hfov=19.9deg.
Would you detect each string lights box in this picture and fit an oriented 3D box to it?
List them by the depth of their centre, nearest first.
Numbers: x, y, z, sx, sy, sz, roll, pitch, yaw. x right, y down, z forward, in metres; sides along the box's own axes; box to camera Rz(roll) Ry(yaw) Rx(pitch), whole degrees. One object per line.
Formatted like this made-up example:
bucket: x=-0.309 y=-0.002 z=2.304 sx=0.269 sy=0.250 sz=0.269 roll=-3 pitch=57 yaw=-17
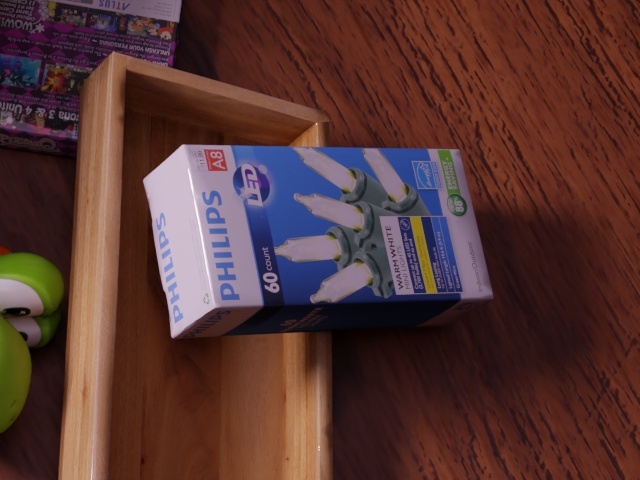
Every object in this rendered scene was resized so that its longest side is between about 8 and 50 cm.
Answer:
string lights box: x=0.000 y=0.000 z=1.434 sx=0.259 sy=0.077 sz=0.133 roll=-1 pitch=71 yaw=-34

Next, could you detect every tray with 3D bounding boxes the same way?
tray: x=-0.095 y=0.070 z=1.436 sx=0.202 sy=0.076 sz=0.411 roll=14 pitch=61 yaw=-28

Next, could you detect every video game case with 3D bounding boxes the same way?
video game case: x=-0.238 y=-0.176 z=1.572 sx=0.232 sy=0.042 sz=0.210 roll=8 pitch=65 yaw=-7

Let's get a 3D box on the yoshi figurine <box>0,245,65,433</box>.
yoshi figurine: x=-0.368 y=0.078 z=1.362 sx=0.362 sy=0.203 sz=0.203 roll=-2 pitch=82 yaw=-14
